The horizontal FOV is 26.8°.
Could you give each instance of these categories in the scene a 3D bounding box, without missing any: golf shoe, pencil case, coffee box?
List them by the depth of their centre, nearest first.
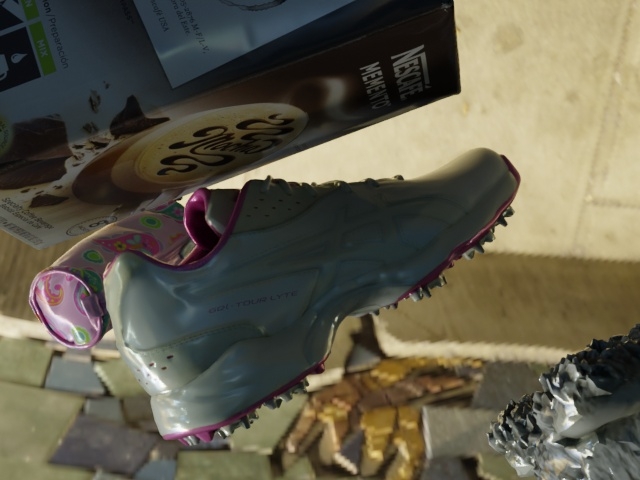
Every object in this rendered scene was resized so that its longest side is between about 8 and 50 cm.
[{"bbox_3d":[-0.075,-0.110,0.799,0.297,0.168,0.118,-20,77,4],"label":"coffee box"},{"bbox_3d":[0.000,0.000,0.856,0.306,0.115,0.140,-34,90,-28],"label":"golf shoe"},{"bbox_3d":[-0.259,0.037,1.783,0.124,0.284,0.124,11,116,25],"label":"pencil case"}]

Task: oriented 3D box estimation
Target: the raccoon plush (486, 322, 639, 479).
[{"bbox_3d":[0.278,0.026,0.781,0.299,0.446,0.216,17,141,4],"label":"raccoon plush"}]
